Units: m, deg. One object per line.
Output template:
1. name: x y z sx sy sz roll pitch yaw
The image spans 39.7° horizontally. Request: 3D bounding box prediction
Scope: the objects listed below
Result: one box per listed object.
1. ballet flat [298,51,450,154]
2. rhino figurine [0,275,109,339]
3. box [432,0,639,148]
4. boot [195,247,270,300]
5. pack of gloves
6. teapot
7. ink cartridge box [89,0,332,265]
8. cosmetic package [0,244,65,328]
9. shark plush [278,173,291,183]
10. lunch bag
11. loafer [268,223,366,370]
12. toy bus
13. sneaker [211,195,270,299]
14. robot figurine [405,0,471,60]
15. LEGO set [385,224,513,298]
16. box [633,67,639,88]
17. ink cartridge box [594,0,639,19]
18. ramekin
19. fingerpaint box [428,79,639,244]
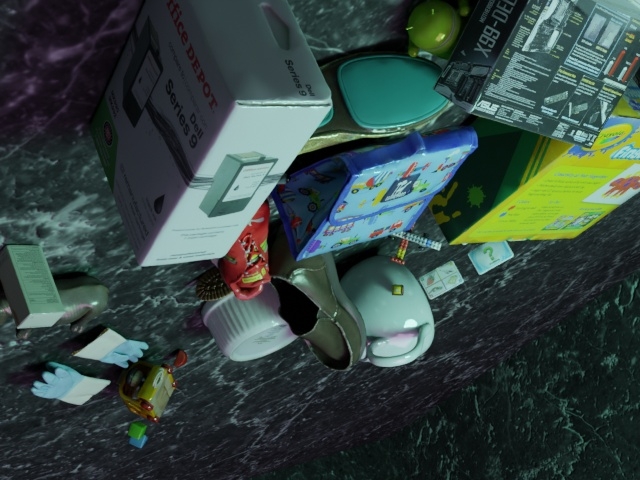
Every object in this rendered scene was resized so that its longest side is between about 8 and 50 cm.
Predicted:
1. ballet flat: 0.009 -0.177 1.196 0.348 0.123 0.123 -16 156 -24
2. rhino figurine: -0.440 0.102 1.367 0.243 0.073 0.106 -5 154 -38
3. box: 0.325 -0.266 1.202 0.307 0.076 0.242 6 118 -43
4. boot: -0.151 0.070 1.631 0.158 0.059 0.084 -27 163 0
5. pack of gloves: -0.450 0.235 1.720 0.195 0.046 0.232 -38 161 -1
6. teapot: 0.106 0.166 1.852 0.187 0.252 0.256 -25 164 -21
7. ink cartridge box: -0.134 -0.138 0.975 0.121 0.211 0.289 -6 150 -36
8. cosmetic package: -0.412 0.064 1.253 0.041 0.115 0.060 -40 154 31
9. shark plush: -0.109 -0.112 1.310 0.161 0.073 0.067 -18 148 42
10. lunch bag: 0.084 -0.097 1.327 0.221 0.138 0.293 -15 168 -26
11. loafer: -0.025 0.130 1.635 0.130 0.134 0.366 -56 139 -33
12. toy bus: -0.372 0.306 1.858 0.191 0.104 0.202 -48 158 -69
13. sneaker: -0.116 0.015 1.455 0.107 0.118 0.279 -21 158 -14
14. robot figurine: 0.160 -0.277 1.168 0.101 0.067 0.115 -34 157 31
15. LEGO set: 0.223 0.009 1.722 0.244 0.182 0.060 -29 171 11
16. box: 0.599 -0.281 1.362 0.216 0.270 0.060 -31 159 14
17. ink cartridge box: 0.333 -0.377 0.944 0.306 0.131 0.226 5 114 -53
18. ramekin: -0.126 0.157 1.779 0.207 0.109 0.207 -21 157 -9
19. fingerpaint box: 0.452 -0.162 1.616 0.445 0.163 0.371 -3 150 -45
